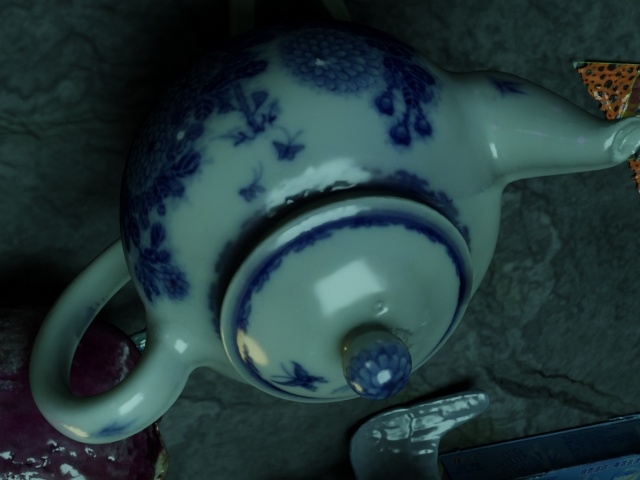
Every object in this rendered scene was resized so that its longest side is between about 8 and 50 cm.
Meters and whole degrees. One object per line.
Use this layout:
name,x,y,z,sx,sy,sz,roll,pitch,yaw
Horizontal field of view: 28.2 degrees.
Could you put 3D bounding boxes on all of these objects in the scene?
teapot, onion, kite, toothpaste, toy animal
teapot,0.000,0.000,0.818,0.424,0.280,0.252,-28,131,4
onion,-0.278,0.175,0.901,0.348,0.159,0.267,10,111,-17
kite,0.303,-0.111,1.097,0.125,0.008,0.222,-35,130,2
toothpaste,0.244,0.230,1.285,0.272,0.053,0.066,-8,130,-20
toy animal,0.078,0.249,1.160,0.255,0.176,0.239,9,84,-19

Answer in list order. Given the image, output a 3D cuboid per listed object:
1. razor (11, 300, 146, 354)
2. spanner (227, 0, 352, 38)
razor,-0.091,0.054,1.009,0.324,0.056,0.093,-17,127,-13
spanner,-0.033,-0.176,0.880,0.095,0.040,0.325,-25,131,-7
